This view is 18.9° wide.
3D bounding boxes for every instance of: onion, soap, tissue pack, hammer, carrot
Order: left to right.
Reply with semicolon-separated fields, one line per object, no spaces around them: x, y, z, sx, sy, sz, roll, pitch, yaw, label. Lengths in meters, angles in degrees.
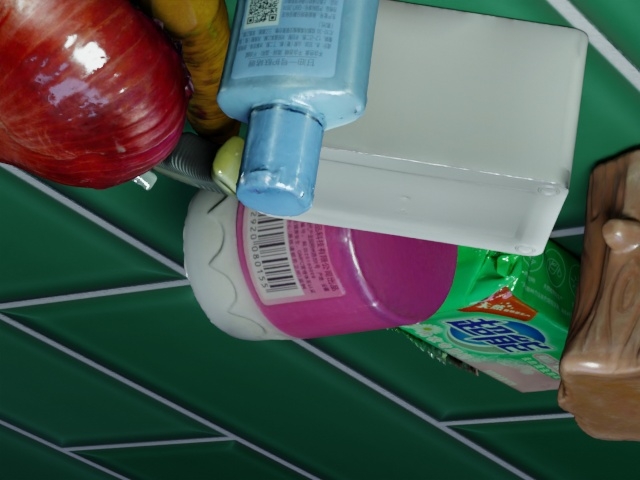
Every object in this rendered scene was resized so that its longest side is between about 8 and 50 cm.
-0.204;-0.134;1.457;0.248;0.161;0.248;22;167;5;onion
-0.139;-0.080;1.677;0.226;0.041;0.159;17;165;40;hammer
-0.099;-0.142;1.575;0.066;0.066;0.314;6;158;6;carrot
0.076;-0.091;1.537;0.246;0.136;0.159;9;158;-1;tissue pack
0.203;0.069;1.930;0.218;0.098;0.273;-17;150;35;soap

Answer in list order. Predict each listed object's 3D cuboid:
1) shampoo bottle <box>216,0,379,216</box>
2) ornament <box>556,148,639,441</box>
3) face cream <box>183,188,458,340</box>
-0.013;-0.140;1.284;0.104;0.258;0.061;1;156;19;shampoo bottle
0.311;0.050;1.680;0.235;0.217;0.221;14;157;-15;ornament
0.000;0.000;1.734;0.195;0.175;0.175;-8;153;37;face cream
